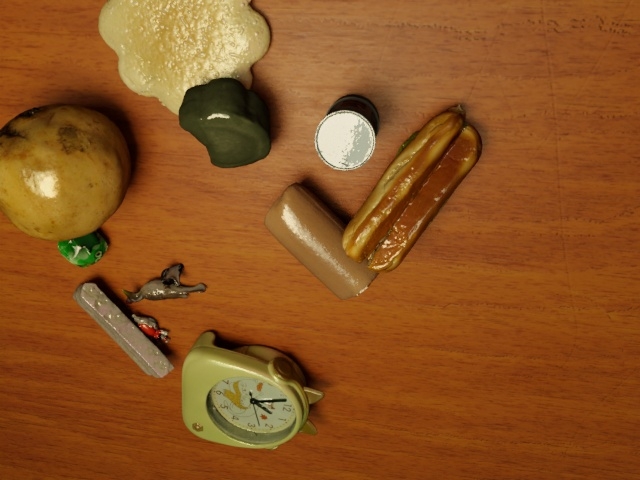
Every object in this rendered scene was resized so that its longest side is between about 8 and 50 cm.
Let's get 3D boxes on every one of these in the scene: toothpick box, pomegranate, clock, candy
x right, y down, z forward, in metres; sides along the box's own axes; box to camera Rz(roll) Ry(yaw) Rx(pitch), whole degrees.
[{"bbox_3d":[0.051,-0.192,0.792,0.101,0.153,0.101,3,116,7],"label":"toothpick box"},{"bbox_3d":[-0.480,-0.133,0.854,0.260,0.260,0.260,4,117,7],"label":"pomegranate"},{"bbox_3d":[-0.167,0.388,1.140,0.348,0.117,0.286,11,117,3],"label":"clock"},{"bbox_3d":[-0.606,-0.077,1.011,0.097,0.097,0.323,-35,98,23],"label":"candy"}]

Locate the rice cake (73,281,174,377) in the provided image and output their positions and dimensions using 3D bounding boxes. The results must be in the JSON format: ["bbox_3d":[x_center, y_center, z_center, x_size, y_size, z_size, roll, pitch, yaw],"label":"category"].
[{"bbox_3d":[-0.490,0.224,1.124,0.106,0.050,0.298,-15,117,51],"label":"rice cake"}]

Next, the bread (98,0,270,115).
[{"bbox_3d":[-0.244,-0.371,0.808,0.316,0.054,0.316,4,115,7],"label":"bread"}]

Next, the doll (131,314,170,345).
[{"bbox_3d":[-0.428,0.220,1.142,0.057,0.039,0.114,-7,127,43],"label":"doll"}]

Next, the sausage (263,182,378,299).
[{"bbox_3d":[0.000,0.000,0.915,0.123,0.123,0.253,-40,103,24],"label":"sausage"}]

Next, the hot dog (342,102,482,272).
[{"bbox_3d":[0.168,-0.094,0.835,0.135,0.100,0.337,31,100,-22],"label":"hot dog"}]

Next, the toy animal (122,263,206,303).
[{"bbox_3d":[-0.380,0.117,1.067,0.202,0.070,0.105,-20,130,14],"label":"toy animal"}]

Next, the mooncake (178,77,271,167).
[{"bbox_3d":[-0.172,-0.206,0.821,0.168,0.104,0.175,1,156,-23],"label":"mooncake"}]
